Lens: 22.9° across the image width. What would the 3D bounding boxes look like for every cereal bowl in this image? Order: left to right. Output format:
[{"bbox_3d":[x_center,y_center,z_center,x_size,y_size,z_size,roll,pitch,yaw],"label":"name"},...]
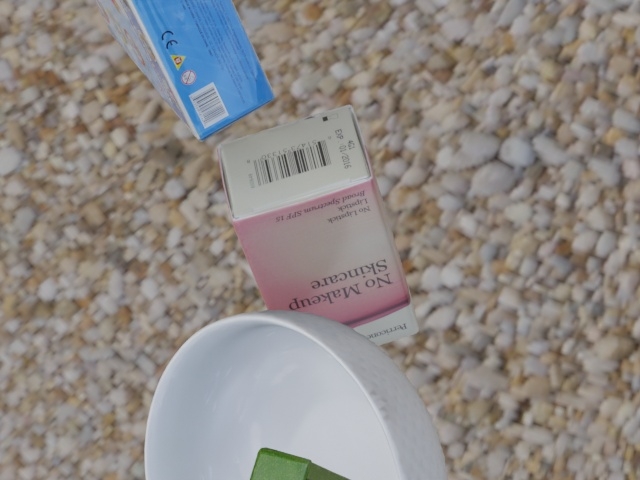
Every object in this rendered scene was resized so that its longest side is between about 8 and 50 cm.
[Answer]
[{"bbox_3d":[-0.007,0.229,1.536,0.339,0.141,0.339,7,102,40],"label":"cereal bowl"}]

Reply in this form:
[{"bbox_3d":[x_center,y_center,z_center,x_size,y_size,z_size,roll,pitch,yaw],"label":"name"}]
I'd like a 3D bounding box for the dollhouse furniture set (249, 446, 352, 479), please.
[{"bbox_3d":[0.025,0.327,1.141,0.197,0.151,0.301,14,82,21],"label":"dollhouse furniture set"}]

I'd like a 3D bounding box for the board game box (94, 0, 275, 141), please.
[{"bbox_3d":[-0.186,-0.290,1.513,0.086,0.302,0.308,-30,126,-7],"label":"board game box"}]

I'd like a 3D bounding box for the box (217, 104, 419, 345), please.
[{"bbox_3d":[0.000,0.000,1.637,0.149,0.127,0.232,-17,133,3],"label":"box"}]
